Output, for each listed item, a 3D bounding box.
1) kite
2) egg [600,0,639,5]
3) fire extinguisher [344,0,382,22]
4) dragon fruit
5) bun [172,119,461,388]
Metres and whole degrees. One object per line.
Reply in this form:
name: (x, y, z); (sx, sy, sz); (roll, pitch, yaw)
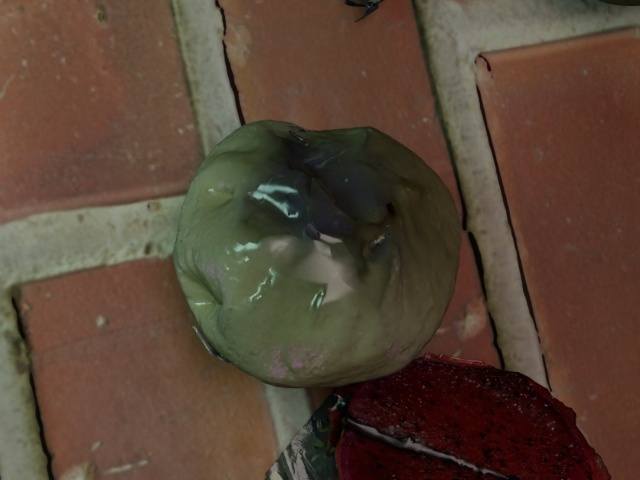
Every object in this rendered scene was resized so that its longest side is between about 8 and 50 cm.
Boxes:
kite: (-0.017, 0.246, 1.473); (0.245, 0.015, 0.141); (-35, 90, -19)
egg: (0.324, -0.321, 1.572); (0.228, 0.177, 0.177); (-4, 83, -30)
fire extinguisher: (0.029, -0.292, 1.549); (0.064, 0.043, 0.158); (-18, 88, -37)
dragon fruit: (0.121, 0.205, 1.450); (0.261, 0.163, 0.189); (21, 96, -2)
bun: (0.004, 0.004, 1.414); (0.272, 0.168, 0.273); (8, 56, -12)
